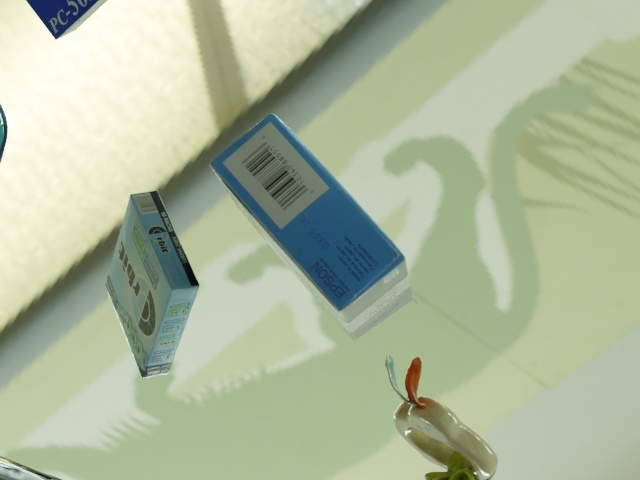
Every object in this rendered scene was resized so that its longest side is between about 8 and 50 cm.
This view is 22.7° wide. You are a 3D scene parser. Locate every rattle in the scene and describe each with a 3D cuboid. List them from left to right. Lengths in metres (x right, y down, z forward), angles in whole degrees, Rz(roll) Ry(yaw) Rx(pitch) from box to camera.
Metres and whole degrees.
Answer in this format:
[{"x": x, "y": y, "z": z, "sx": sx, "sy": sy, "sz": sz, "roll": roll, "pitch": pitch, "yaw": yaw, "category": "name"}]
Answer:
[{"x": 0.097, "y": 0.229, "z": 1.695, "sx": 0.143, "sy": 0.199, "sz": 0.130, "roll": -43, "pitch": -128, "yaw": -7, "category": "rattle"}]

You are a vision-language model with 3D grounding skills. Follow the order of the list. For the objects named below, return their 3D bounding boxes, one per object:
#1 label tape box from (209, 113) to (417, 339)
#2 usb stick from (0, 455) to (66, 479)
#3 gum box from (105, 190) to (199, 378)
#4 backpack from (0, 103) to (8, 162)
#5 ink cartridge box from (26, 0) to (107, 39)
[{"x": 0.000, "y": 0.000, "z": 1.987, "sx": 0.106, "sy": 0.333, "sz": 0.240, "roll": -41, "pitch": -103, "yaw": -4, "category": "label tape box"}, {"x": -0.178, "y": 0.156, "z": 0.944, "sx": 0.077, "sy": 0.278, "sz": 0.045, "roll": 15, "pitch": -102, "yaw": 54, "category": "usb stick"}, {"x": -0.216, "y": 0.057, "z": 2.011, "sx": 0.157, "sy": 0.041, "sz": 0.184, "roll": 63, "pitch": -32, "yaw": 32, "category": "gum box"}, {"x": -0.509, "y": -0.128, "z": 1.701, "sx": 0.273, "sy": 0.355, "sz": 0.290, "roll": 13, "pitch": -102, "yaw": 18, "category": "backpack"}, {"x": -0.254, "y": -0.323, "z": 1.786, "sx": 0.207, "sy": 0.097, "sz": 0.046, "roll": -36, "pitch": -177, "yaw": 34, "category": "ink cartridge box"}]
